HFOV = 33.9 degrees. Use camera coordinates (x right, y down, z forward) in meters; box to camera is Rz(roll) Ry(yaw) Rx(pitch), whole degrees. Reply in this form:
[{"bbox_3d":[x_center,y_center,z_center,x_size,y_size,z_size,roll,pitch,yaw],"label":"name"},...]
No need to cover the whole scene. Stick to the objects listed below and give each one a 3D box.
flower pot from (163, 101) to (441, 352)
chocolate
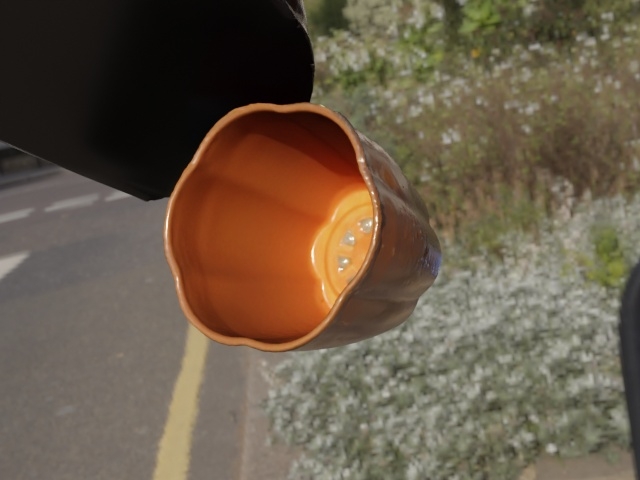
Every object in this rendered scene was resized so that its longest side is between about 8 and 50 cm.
[{"bbox_3d":[0.000,0.000,0.824,0.190,0.191,0.173,-6,-11,29],"label":"flower pot"},{"bbox_3d":[-0.138,-0.195,0.863,0.283,0.284,0.186,-10,41,7],"label":"chocolate"}]
